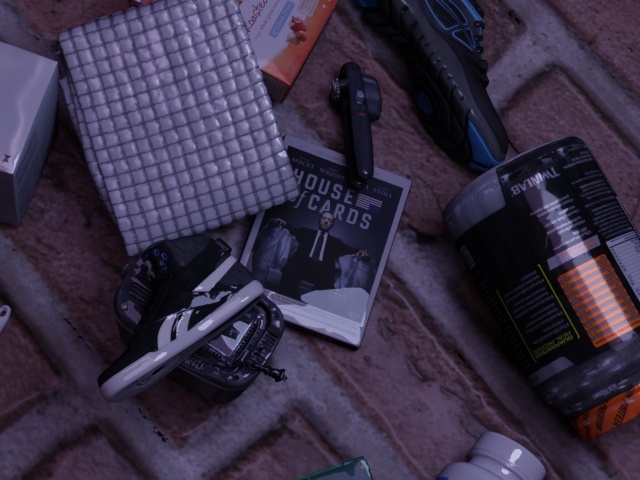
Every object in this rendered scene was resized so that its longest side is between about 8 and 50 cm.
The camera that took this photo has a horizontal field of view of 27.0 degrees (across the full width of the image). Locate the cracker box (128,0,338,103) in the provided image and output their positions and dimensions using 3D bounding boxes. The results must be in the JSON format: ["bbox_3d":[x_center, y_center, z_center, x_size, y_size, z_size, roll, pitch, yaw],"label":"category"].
[{"bbox_3d":[-0.112,-0.302,1.721,0.232,0.067,0.156,28,68,-2],"label":"cracker box"}]

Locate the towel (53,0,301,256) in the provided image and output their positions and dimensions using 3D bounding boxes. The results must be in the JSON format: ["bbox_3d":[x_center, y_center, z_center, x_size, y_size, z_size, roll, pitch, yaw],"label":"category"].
[{"bbox_3d":[-0.173,-0.147,1.610,0.235,0.121,0.284,-19,94,1],"label":"towel"}]

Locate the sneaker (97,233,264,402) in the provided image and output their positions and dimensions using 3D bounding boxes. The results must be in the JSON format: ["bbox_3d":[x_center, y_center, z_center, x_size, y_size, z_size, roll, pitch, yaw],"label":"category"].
[{"bbox_3d":[-0.179,0.075,1.455,0.217,0.079,0.121,-35,78,-27],"label":"sneaker"}]

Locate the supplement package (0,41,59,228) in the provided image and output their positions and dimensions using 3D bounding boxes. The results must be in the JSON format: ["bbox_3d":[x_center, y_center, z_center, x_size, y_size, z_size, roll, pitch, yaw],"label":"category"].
[{"bbox_3d":[-0.421,-0.139,1.559,0.194,0.203,0.149,20,70,-5],"label":"supplement package"}]

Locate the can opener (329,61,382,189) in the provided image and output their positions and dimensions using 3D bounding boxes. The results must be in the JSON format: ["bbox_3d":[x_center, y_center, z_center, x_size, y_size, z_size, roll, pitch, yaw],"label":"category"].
[{"bbox_3d":[0.049,-0.151,1.713,0.073,0.059,0.186,3,55,-8],"label":"can opener"}]

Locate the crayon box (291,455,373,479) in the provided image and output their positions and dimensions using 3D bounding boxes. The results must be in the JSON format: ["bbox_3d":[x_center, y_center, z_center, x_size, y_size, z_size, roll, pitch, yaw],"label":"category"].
[{"bbox_3d":[0.012,0.393,1.437,0.165,0.081,0.278,-18,79,-8],"label":"crayon box"}]

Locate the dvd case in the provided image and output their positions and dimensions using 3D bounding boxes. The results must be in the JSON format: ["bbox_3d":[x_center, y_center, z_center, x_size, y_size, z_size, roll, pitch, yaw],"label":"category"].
[{"bbox_3d":[0.000,0.000,1.690,0.179,0.029,0.239,20,71,-5],"label":"dvd case"}]

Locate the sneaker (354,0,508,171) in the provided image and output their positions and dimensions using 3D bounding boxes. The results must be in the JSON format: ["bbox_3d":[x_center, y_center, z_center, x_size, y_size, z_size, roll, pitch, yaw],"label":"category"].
[{"bbox_3d":[0.174,-0.255,1.754,0.139,0.125,0.341,-23,81,-22],"label":"sneaker"}]

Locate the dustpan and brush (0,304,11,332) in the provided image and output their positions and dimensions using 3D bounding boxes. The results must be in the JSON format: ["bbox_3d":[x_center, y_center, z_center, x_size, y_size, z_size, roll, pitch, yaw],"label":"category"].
[{"bbox_3d":[-0.426,0.160,1.549,0.147,0.060,0.211,26,76,12],"label":"dustpan and brush"}]

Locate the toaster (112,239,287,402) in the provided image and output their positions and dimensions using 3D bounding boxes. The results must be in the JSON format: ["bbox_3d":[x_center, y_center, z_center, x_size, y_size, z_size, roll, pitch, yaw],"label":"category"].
[{"bbox_3d":[-0.138,0.105,1.567,0.227,0.146,0.129,31,70,1],"label":"toaster"}]

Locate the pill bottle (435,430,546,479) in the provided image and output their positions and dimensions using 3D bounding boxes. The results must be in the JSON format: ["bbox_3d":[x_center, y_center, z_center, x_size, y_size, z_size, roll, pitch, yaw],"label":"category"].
[{"bbox_3d":[0.172,0.339,1.565,0.124,0.124,0.221,37,71,2],"label":"pill bottle"}]

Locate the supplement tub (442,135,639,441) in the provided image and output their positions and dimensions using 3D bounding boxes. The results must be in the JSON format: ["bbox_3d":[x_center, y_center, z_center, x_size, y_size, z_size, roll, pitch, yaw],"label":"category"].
[{"bbox_3d":[0.311,0.060,1.636,0.207,0.207,0.338,-24,79,-17],"label":"supplement tub"}]
